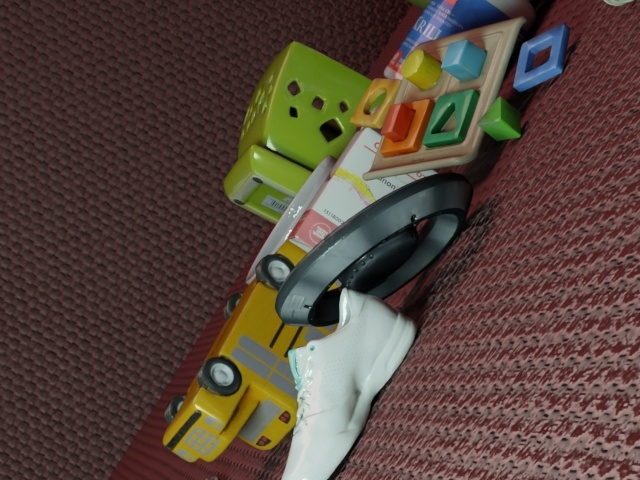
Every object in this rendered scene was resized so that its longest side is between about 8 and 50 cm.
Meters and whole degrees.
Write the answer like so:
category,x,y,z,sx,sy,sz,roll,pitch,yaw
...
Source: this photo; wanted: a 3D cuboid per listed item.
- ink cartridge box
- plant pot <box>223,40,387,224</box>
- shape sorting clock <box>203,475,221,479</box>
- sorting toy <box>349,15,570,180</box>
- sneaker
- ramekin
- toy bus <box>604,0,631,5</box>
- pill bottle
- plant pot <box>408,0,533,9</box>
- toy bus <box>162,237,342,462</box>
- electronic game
category,x,y,z,sx,sy,sz,roll,pitch,yaw
ink cartridge box,0.064,-0.055,2.091,0.198,0.115,0.067,-58,6,-8
plant pot,-0.010,-0.128,2.615,0.207,0.228,0.227,-67,9,-19
shape sorting clock,-0.191,0.379,2.210,0.206,0.040,0.206,-56,6,9
sorting toy,0.125,-0.160,1.929,0.348,0.047,0.196,-8,53,54
sneaker,0.002,0.142,1.659,0.212,0.094,0.080,-59,8,-23
ramekin,0.000,0.000,2.356,0.207,0.109,0.207,-56,5,8
toy bus,0.287,-0.287,1.560,0.191,0.202,0.104,-47,40,22
pill bottle,0.185,-0.262,2.169,0.221,0.124,0.124,-57,6,4
plant pot,0.194,-0.399,2.346,0.274,0.275,0.293,-55,21,20
toy bus,-0.061,0.126,2.072,0.108,0.130,0.332,-49,9,46
electronic game,0.054,0.011,1.737,0.229,0.048,0.229,-32,-18,-12
